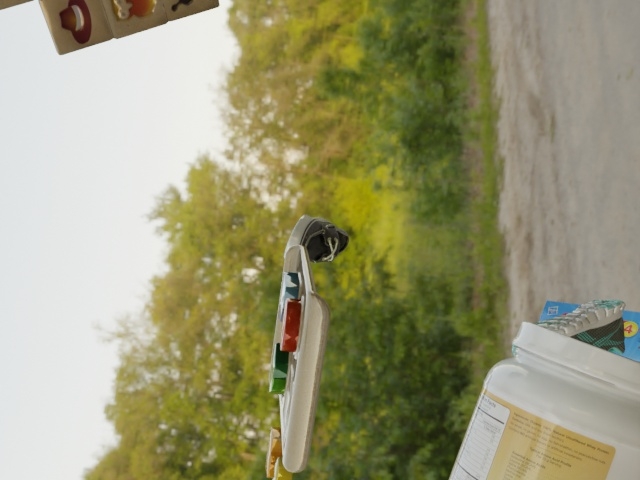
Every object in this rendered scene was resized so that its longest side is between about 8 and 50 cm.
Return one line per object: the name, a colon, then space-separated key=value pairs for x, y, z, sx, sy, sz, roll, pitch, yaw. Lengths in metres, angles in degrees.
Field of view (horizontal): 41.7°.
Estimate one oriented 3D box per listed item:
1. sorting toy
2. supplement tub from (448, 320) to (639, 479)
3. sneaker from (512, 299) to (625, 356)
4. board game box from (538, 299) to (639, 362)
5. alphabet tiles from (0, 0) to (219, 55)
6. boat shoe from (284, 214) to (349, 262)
sorting toy: x=-0.044 y=0.178 z=1.025 sx=0.229 sy=0.041 sz=0.308 roll=-119 pitch=36 yaw=-73
supplement tub: x=0.172 y=0.173 z=0.612 sx=0.144 sy=0.144 sz=0.200 roll=43 pitch=-113 yaw=-89
sneaker: x=0.305 y=0.125 z=1.003 sx=0.065 sy=0.166 sz=0.076 roll=-3 pitch=102 yaw=68
board game box: x=0.537 y=0.227 z=1.347 sx=0.308 sy=0.301 sz=0.086 roll=49 pitch=-122 yaw=-41
alphabet tiles: x=-0.144 y=-0.242 z=0.518 sx=0.009 sy=0.198 sz=0.237 roll=-130 pitch=23 yaw=-52
boat shoe: x=0.000 y=0.000 z=1.439 sx=0.078 sy=0.070 sz=0.219 roll=-69 pitch=-13 yaw=13
